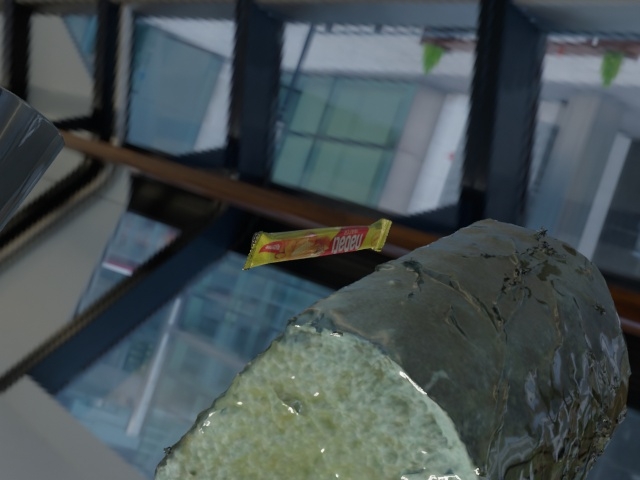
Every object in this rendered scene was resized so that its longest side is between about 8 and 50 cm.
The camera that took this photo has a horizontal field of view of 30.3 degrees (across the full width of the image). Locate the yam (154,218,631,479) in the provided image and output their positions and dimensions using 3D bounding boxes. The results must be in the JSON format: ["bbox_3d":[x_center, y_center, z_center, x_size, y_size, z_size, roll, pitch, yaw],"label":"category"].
[{"bbox_3d":[0.073,0.109,0.738,0.201,0.202,0.271,46,-146,5],"label":"yam"}]

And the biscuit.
[{"bbox_3d":[0.000,0.000,1.407,0.026,0.048,0.292,25,-162,29],"label":"biscuit"}]

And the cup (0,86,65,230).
[{"bbox_3d":[-0.213,-0.049,0.708,0.100,0.077,0.078,12,157,46],"label":"cup"}]
